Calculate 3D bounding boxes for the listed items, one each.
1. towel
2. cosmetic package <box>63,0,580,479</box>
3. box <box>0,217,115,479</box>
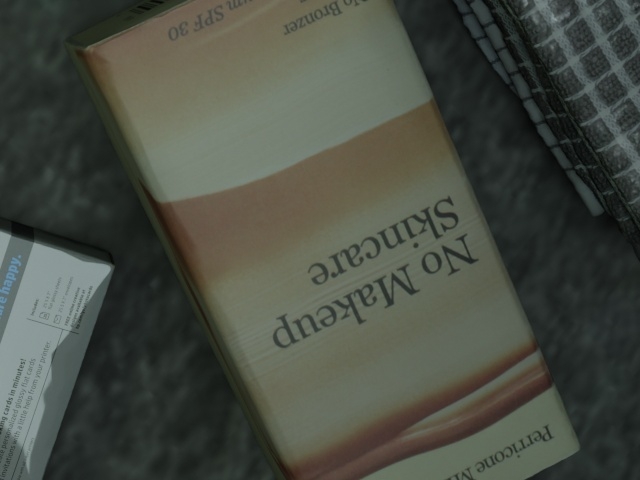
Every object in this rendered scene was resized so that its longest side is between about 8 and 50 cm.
[{"bbox_3d":[0.205,-0.146,0.794,0.235,0.121,0.284,-37,106,-3],"label":"towel"},{"bbox_3d":[0.000,0.000,0.771,0.153,0.129,0.296,-28,106,-7],"label":"cosmetic package"},{"bbox_3d":[-0.219,0.049,0.779,0.186,0.038,0.145,19,96,-14],"label":"box"}]
